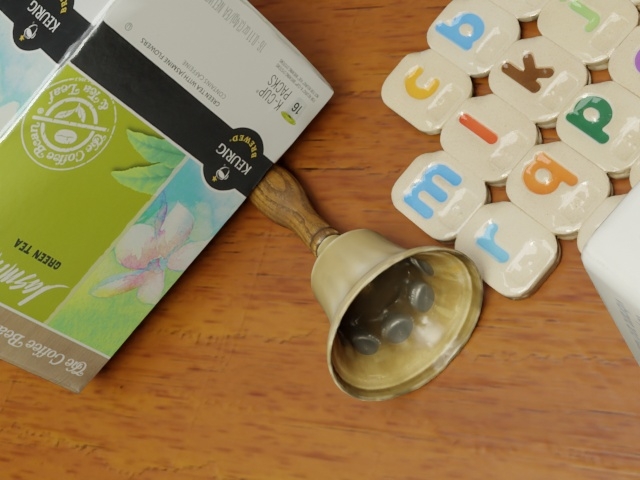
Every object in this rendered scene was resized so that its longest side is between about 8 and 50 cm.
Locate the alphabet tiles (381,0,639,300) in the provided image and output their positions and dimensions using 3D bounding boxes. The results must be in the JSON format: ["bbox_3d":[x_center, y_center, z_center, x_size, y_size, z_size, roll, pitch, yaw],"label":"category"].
[{"bbox_3d":[0.186,-0.099,0.831,0.284,0.021,0.278,-50,58,2],"label":"alphabet tiles"}]

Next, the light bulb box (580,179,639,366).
[{"bbox_3d":[0.339,0.009,0.316,0.358,0.225,0.361,-49,59,0],"label":"light bulb box"}]

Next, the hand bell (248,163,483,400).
[{"bbox_3d":[0.000,0.000,0.858,0.126,0.126,0.242,-48,45,3],"label":"hand bell"}]

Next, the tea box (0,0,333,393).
[{"bbox_3d":[-0.234,-0.117,0.915,0.323,0.220,0.329,-51,49,2],"label":"tea box"}]
